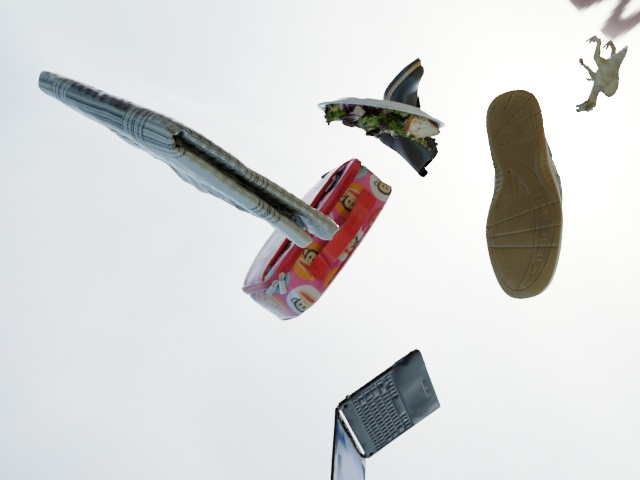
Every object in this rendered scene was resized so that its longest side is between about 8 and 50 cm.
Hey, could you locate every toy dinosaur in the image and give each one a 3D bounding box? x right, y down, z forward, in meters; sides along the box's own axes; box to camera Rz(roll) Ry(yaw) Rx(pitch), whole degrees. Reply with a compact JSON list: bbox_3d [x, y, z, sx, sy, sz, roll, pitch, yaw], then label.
[{"bbox_3d":[0.445,-0.270,1.824,0.053,0.183,0.092,-4,-118,-17],"label":"toy dinosaur"}]

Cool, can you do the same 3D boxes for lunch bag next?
[{"bbox_3d":[0.000,0.000,2.048,0.120,0.258,0.293,39,-106,-11],"label":"lunch bag"}]

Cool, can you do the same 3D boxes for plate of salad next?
[{"bbox_3d":[0.091,-0.182,1.815,0.200,0.200,0.048,10,-92,-46],"label":"plate of salad"}]

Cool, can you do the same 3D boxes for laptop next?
[{"bbox_3d":[0.116,0.352,2.019,0.136,0.264,0.234,51,171,34],"label":"laptop"}]

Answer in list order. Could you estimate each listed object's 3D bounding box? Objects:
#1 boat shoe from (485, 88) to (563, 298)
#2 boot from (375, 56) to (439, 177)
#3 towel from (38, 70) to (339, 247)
[{"bbox_3d":[0.269,-0.052,1.510,0.096,0.098,0.277,36,-128,-60],"label":"boat shoe"},{"bbox_3d":[0.174,-0.217,2.085,0.077,0.198,0.137,-35,-107,-31],"label":"boot"},{"bbox_3d":[-0.168,-0.096,1.483,0.312,0.056,0.324,24,176,44],"label":"towel"}]
